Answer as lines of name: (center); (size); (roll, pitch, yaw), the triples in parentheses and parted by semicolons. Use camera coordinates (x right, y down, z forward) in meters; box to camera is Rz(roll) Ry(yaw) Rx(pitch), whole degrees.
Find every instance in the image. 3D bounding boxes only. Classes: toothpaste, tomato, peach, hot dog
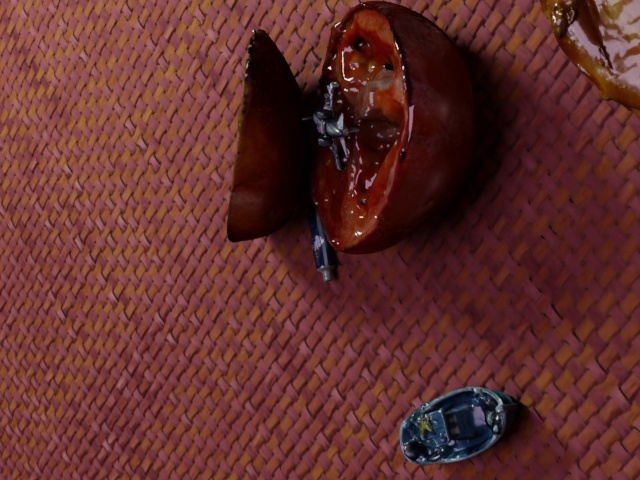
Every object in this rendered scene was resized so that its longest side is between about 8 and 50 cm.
toothpaste: (0.000, 0.000, 1.392); (0.027, 0.019, 0.083); (-39, 59, 59)
tomato: (0.070, -0.102, 1.254); (0.228, 0.101, 0.228); (-179, 90, -67)
peach: (-0.045, -0.102, 1.347); (0.279, 0.068, 0.189); (102, 173, -68)
hot dog: (0.248, -0.179, 1.031); (0.153, 0.150, 0.256); (-28, 72, 34)

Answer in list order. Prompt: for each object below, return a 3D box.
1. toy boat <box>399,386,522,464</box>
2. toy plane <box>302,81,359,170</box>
toy boat: (0.118, 0.162, 1.241); (0.137, 0.061, 0.060); (-24, 74, 44)
toy plane: (0.008, -0.102, 1.239); (0.083, 0.031, 0.078); (-141, 44, -62)
